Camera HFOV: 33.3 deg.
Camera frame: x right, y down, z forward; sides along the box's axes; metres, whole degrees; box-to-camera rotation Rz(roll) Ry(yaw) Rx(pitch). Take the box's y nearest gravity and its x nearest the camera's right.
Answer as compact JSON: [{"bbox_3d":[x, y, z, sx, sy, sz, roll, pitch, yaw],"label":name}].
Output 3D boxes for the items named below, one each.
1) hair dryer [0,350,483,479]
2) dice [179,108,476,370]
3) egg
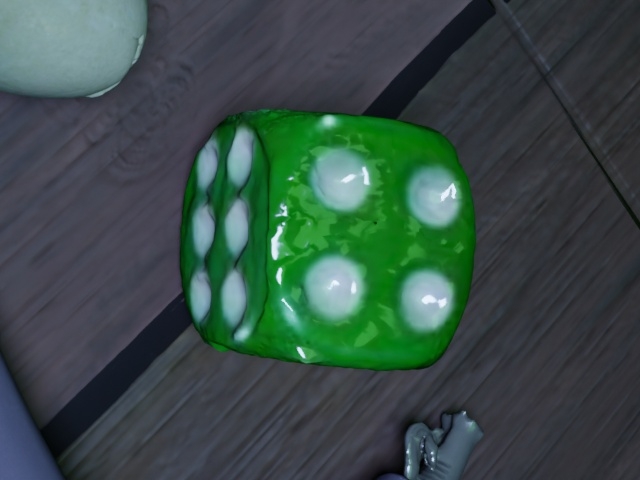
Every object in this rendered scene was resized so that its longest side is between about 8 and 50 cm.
[{"bbox_3d":[-0.048,0.150,0.574,0.361,0.121,0.301,-16,81,-39],"label":"hair dryer"},{"bbox_3d":[0.000,0.000,0.572,0.120,0.131,0.128,5,90,-27],"label":"dice"},{"bbox_3d":[-0.148,-0.131,0.504,0.152,0.114,0.114,44,72,-22],"label":"egg"}]
